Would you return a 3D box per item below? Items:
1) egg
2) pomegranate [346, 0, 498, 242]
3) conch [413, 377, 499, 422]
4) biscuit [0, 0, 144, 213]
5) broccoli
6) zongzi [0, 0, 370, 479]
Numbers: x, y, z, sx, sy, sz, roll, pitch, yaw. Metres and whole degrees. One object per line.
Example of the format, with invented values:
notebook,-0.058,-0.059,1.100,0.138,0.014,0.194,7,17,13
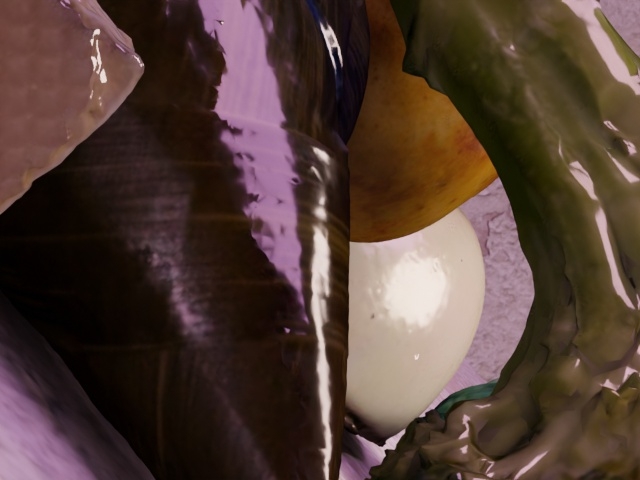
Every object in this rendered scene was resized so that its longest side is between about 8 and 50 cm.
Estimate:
egg,0.000,-0.001,1.299,0.286,0.174,0.264,42,2,-21
pomegranate,0.030,-0.125,1.123,0.260,0.260,0.260,47,4,-5
conch,0.134,0.168,1.279,0.202,0.134,0.196,-115,-179,-59
biscuit,-0.247,-0.164,0.584,0.426,0.144,0.078,48,5,-21
broccoli,0.123,0.024,0.894,0.397,0.353,0.275,37,-35,1
zongzi,-0.142,-0.074,0.749,0.403,0.208,0.432,35,30,-29
